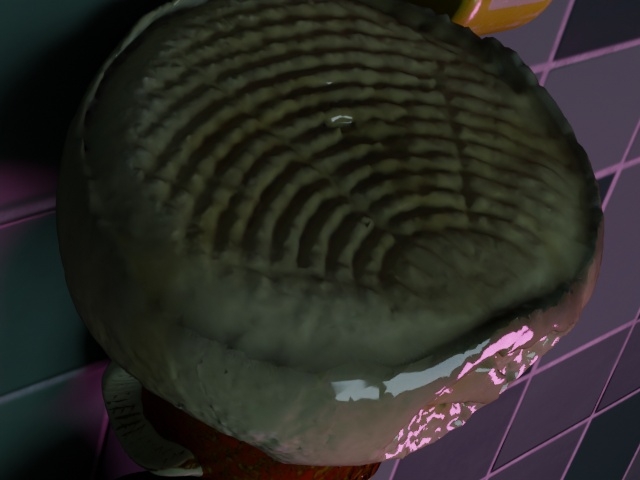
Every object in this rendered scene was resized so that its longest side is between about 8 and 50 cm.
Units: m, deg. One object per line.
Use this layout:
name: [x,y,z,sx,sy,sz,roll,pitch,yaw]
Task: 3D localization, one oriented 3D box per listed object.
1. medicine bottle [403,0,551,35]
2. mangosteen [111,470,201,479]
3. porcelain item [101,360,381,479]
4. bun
medicine bottle: [0.138,-0.225,1.155,0.212,0.122,0.122,-18,136,-46]
mangosteen: [-0.141,0.336,1.198,0.293,0.297,0.297,-21,138,-36]
porcelain item: [-0.057,0.106,1.194,0.253,0.253,0.253,-35,146,-28]
bun: [-0.001,0.000,0.989,0.364,0.364,0.202,-28,155,-36]
